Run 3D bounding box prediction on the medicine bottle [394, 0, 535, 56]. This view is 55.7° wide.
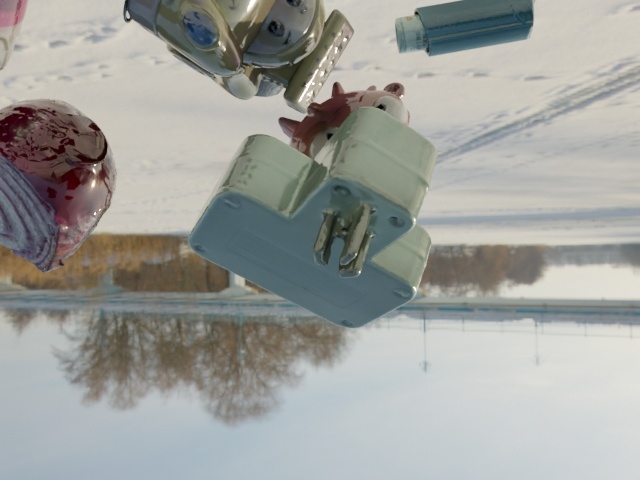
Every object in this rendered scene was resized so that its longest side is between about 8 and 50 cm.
[{"bbox_3d":[0.259,-0.394,1.063,0.258,0.124,0.079,-10,163,5],"label":"medicine bottle"}]

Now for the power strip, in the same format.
[{"bbox_3d":[0.000,0.000,0.606,0.229,0.141,0.261,29,148,-13],"label":"power strip"}]

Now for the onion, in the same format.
[{"bbox_3d":[-0.391,-0.106,0.869,0.206,0.216,0.207,-42,-165,37],"label":"onion"}]

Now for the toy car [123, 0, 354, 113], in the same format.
[{"bbox_3d":[-0.082,-0.312,0.812,0.226,0.242,0.336,32,-177,-2],"label":"toy car"}]

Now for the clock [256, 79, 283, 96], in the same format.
[{"bbox_3d":[-0.181,-0.400,1.239,0.280,0.280,0.055,-1,140,-44],"label":"clock"}]

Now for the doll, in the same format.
[{"bbox_3d":[0.025,-0.131,0.848,0.211,0.262,0.093,47,172,39],"label":"doll"}]

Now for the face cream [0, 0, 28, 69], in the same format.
[{"bbox_3d":[-0.439,-0.324,0.720,0.175,0.195,0.175,25,-150,-16],"label":"face cream"}]
